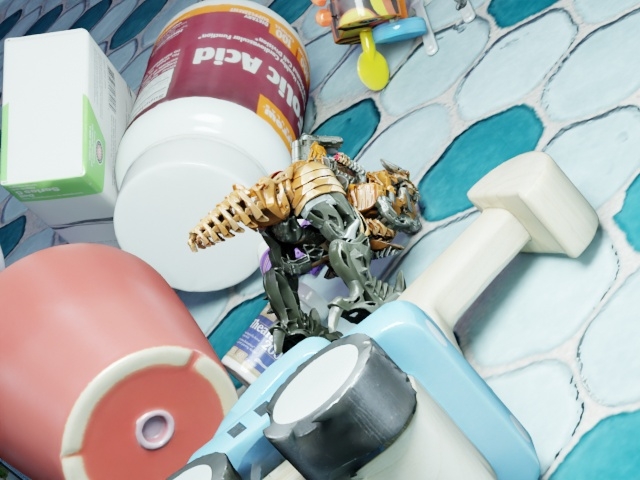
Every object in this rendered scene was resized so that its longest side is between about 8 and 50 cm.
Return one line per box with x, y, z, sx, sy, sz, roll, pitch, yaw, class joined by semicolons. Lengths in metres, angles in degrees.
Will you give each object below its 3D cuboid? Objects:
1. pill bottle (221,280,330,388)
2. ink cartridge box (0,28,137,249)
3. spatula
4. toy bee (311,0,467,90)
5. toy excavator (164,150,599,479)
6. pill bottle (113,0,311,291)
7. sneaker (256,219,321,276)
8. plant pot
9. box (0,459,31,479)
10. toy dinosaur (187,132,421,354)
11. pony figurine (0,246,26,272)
-0.043;0.103;1.597;0.120;0.067;0.067;-51;25;-12;pill bottle
-0.305;-0.119;1.941;0.115;0.273;0.198;-6;70;10;ink cartridge box
0.179;-0.330;1.998;0.168;0.019;0.242;-36;29;17;spatula
0.053;-0.308;1.916;0.162;0.195;0.298;-11;-22;-18;toy bee
0.062;0.123;1.261;0.433;0.222;0.445;-39;16;10;toy excavator
-0.136;-0.126;1.918;0.224;0.224;0.392;-33;27;25;pill bottle
0.000;0.000;1.722;0.170;0.068;0.071;-43;38;25;sneaker
-0.220;0.160;1.585;0.275;0.275;0.243;-49;33;-8;plant pot
-0.459;0.286;1.857;0.233;0.159;0.044;-27;30;36;box
-0.010;-0.002;1.510;0.322;0.218;0.164;-11;-12;-29;toy dinosaur
-0.425;0.099;1.958;0.351;0.363;0.303;-2;39;36;pony figurine
